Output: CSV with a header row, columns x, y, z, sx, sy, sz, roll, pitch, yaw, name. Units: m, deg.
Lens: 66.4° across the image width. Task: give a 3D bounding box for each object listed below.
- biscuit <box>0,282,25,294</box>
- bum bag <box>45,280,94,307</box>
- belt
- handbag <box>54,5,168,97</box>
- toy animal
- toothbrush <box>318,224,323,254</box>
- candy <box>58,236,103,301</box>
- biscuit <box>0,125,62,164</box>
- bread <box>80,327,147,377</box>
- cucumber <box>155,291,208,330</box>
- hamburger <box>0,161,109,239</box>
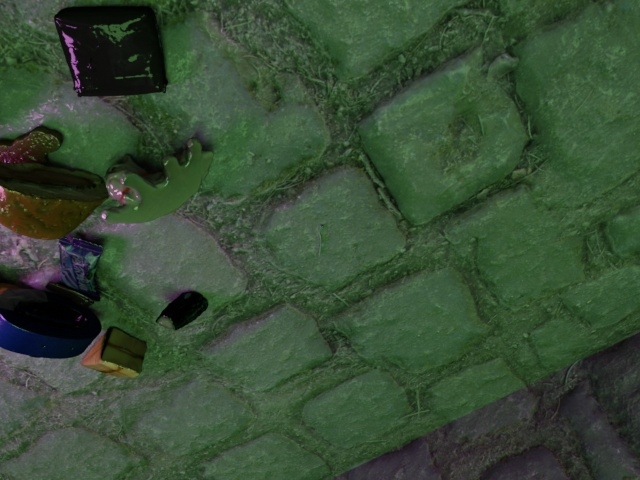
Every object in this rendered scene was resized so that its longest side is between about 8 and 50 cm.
x,y,z,sx,sy,sz,roll,pitch,yaw,name
-1.145,0.239,1.688,0.270,0.051,0.375,-11,134,-18,biscuit
-0.872,0.189,1.697,0.159,0.026,0.109,32,150,-25,bum bag
-0.934,0.282,1.659,0.117,0.212,0.347,-46,138,17,belt
-0.532,-0.476,1.252,0.247,0.080,0.222,-4,127,-5,handbag
-0.482,-0.203,1.440,0.266,0.188,0.307,13,115,-43,toy animal
0.000,0.000,1.732,0.013,0.011,0.131,11,127,9,toothbrush
-0.810,0.099,1.649,0.145,0.070,0.275,15,128,-10,candy
-0.874,-0.218,1.414,0.320,0.047,0.183,-38,127,18,biscuit
-0.810,0.490,1.879,0.168,0.163,0.264,31,117,-28,bread
-0.501,0.246,1.765,0.116,0.193,0.085,23,122,11,cucumber
-0.796,-0.096,1.403,0.330,0.162,0.209,-1,134,-47,hamburger
